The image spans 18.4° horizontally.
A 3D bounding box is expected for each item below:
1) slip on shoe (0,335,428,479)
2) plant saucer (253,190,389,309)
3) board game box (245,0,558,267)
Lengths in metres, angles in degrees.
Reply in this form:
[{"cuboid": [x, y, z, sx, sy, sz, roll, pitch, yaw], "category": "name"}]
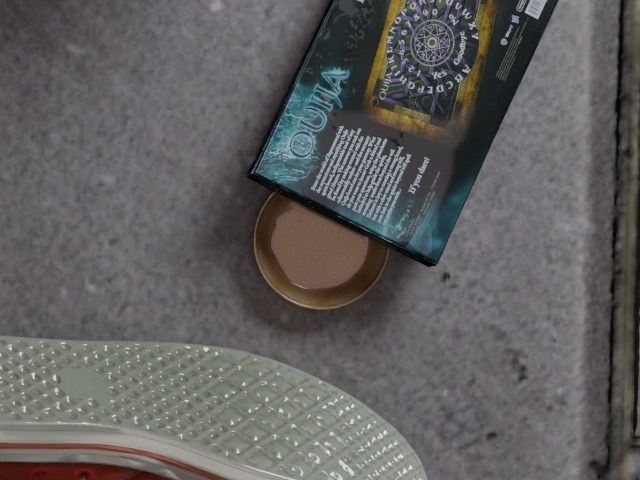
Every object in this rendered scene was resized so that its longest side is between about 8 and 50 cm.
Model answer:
[{"cuboid": [-0.100, 0.128, 1.149, 0.331, 0.123, 0.101, 7, 123, -14], "category": "slip on shoe"}, {"cuboid": [0.000, 0.000, 1.196, 0.083, 0.015, 0.083, 0, 91, -9], "category": "plant saucer"}, {"cuboid": [0.051, -0.094, 1.185, 0.126, 0.026, 0.186, 27, 82, -7], "category": "board game box"}]
